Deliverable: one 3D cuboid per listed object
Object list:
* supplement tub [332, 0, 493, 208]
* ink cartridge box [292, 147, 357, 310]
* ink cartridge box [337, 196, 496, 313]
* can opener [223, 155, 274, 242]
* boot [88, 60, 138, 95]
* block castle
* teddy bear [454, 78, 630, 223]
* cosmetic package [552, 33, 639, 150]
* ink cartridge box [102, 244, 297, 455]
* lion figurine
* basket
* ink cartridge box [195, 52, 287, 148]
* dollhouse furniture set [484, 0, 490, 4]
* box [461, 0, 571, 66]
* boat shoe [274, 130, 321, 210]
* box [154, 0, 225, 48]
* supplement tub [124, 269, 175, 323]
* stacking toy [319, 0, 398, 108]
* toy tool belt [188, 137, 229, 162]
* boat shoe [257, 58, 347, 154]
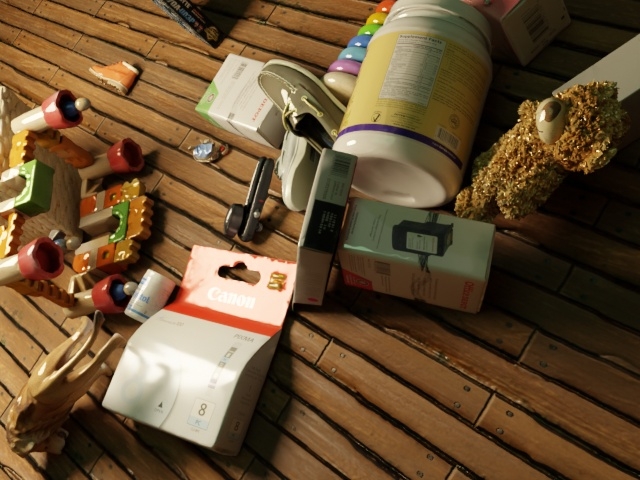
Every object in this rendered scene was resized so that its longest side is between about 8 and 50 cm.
[{"bbox_3d":[0.176,-0.251,1.441,0.240,0.241,0.332,6,69,34],"label":"supplement tub"},{"bbox_3d":[0.000,0.000,1.390,0.069,0.371,0.176,14,70,-1],"label":"ink cartridge box"},{"bbox_3d":[0.158,0.027,1.299,0.237,0.172,0.100,12,69,11],"label":"ink cartridge box"},{"bbox_3d":[-0.137,-0.085,1.644,0.059,0.073,0.186,29,97,43],"label":"can opener"},{"bbox_3d":[-0.556,-0.451,2.138,0.157,0.059,0.085,27,79,31],"label":"boot"},{"bbox_3d":[-0.532,-0.073,1.756,0.212,0.303,0.454,-16,59,24],"label":"block castle"},{"bbox_3d":[0.320,-0.135,1.242,0.245,0.113,0.338,-50,9,-13],"label":"teddy bear"},{"bbox_3d":[0.516,-0.248,1.298,0.238,0.127,0.107,-37,51,13],"label":"cosmetic package"},{"bbox_3d":[-0.233,0.190,1.555,0.308,0.091,0.385,9,74,36],"label":"ink cartridge box"},{"bbox_3d":[-0.525,0.288,1.572,0.142,0.392,0.240,40,56,9],"label":"lion figurine"},{"bbox_3d":[-0.775,-0.138,1.937,0.266,0.328,0.332,-23,55,16],"label":"basket"},{"bbox_3d":[-0.150,-0.314,1.777,0.219,0.092,0.160,26,81,39],"label":"ink cartridge box"},{"bbox_3d":[0.317,-0.471,1.388,0.114,0.091,0.081,-14,75,24],"label":"dollhouse furniture set"},{"bbox_3d":[0.338,-0.464,1.512,0.127,0.148,0.232,-45,50,6],"label":"box"},{"bbox_3d":[-0.051,-0.154,1.647,0.081,0.079,0.228,-12,53,35],"label":"boat shoe"},{"bbox_3d":[-0.358,-0.583,1.973,0.051,0.220,0.175,-52,49,1],"label":"box"},{"bbox_3d":[-0.364,0.124,1.693,0.071,0.071,0.107,17,76,37],"label":"supplement tub"},{"bbox_3d":[0.124,-0.415,1.641,0.141,0.141,0.331,14,69,37],"label":"stacking toy"},{"bbox_3d":[-0.257,-0.208,1.815,0.083,0.051,0.052,-9,61,28],"label":"toy tool belt"},{"bbox_3d":[-0.019,-0.249,1.582,0.305,0.109,0.091,40,59,14],"label":"boat shoe"}]
